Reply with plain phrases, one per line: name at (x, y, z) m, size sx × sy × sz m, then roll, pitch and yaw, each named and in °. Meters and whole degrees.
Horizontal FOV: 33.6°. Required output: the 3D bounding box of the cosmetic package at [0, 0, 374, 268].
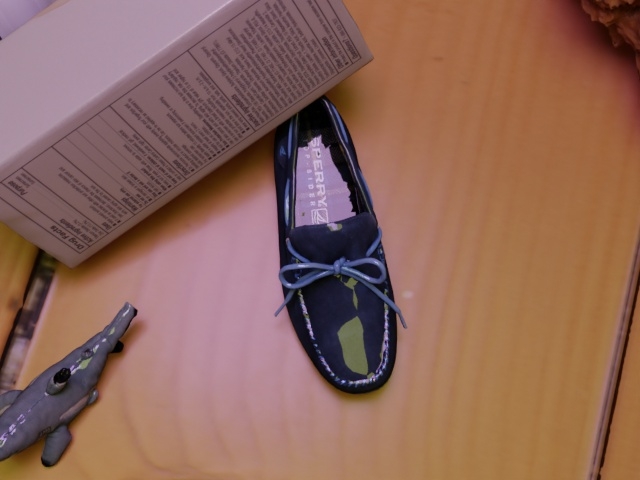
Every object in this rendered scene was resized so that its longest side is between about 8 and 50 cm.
cosmetic package at (-0.129, -0.128, 0.832) m, size 0.309 × 0.160 × 0.113 m, roll -33°, pitch 60°, yaw 4°

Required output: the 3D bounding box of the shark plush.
shark plush at (-0.202, 0.121, 0.856) m, size 0.161 × 0.067 × 0.073 m, roll -36°, pitch 79°, yaw -9°

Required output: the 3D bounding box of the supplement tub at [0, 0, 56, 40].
supplement tub at (-0.344, -0.179, 0.867) m, size 0.272 × 0.191 × 0.191 m, roll -37°, pitch 79°, yaw -9°

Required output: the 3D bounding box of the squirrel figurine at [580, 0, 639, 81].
squirrel figurine at (0.417, -0.259, 0.884) m, size 0.370 × 0.281 × 0.397 m, roll 32°, pitch 117°, yaw -21°

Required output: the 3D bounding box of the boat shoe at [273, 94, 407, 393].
boat shoe at (0.000, 0.000, 0.880) m, size 0.109 × 0.089 × 0.258 m, roll -16°, pitch 76°, yaw -5°
